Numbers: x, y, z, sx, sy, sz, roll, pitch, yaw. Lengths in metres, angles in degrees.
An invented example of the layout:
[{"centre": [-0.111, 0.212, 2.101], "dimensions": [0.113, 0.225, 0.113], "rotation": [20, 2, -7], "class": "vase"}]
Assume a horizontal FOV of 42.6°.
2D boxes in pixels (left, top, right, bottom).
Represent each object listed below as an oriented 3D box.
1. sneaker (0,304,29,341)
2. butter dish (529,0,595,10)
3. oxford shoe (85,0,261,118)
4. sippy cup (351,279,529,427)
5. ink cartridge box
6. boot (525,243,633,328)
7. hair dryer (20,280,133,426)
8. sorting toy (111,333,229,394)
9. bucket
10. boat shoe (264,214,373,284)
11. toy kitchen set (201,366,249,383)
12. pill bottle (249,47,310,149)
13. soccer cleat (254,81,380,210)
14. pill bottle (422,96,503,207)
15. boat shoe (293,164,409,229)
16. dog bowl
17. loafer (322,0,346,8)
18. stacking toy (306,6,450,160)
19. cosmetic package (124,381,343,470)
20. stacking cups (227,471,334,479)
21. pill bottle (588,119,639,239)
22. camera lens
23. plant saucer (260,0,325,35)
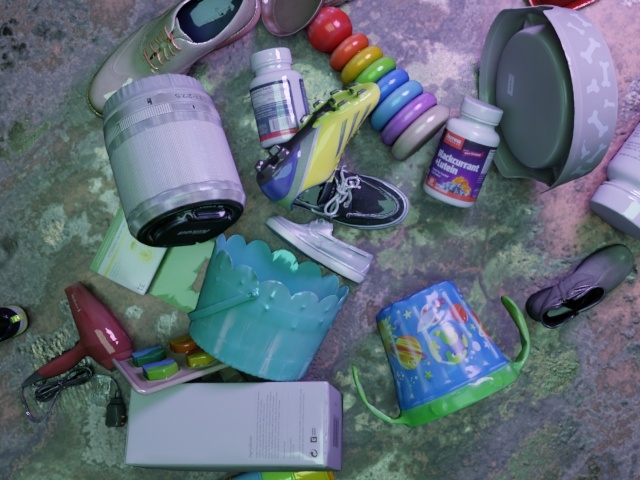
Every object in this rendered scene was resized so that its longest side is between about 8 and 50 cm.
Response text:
[{"centre": [-0.686, 0.182, 1.602], "dimensions": [0.234, 0.097, 0.084], "rotation": [-25, 91, 0], "class": "sneaker"}, {"centre": [0.476, -0.531, 1.589], "dimensions": [0.159, 0.118, 0.160], "rotation": [-24, 91, -1], "class": "butter dish"}, {"centre": [-0.295, -0.377, 1.570], "dimensions": [0.397, 0.146, 0.140], "rotation": [-38, 93, 2], "class": "oxford shoe"}, {"centre": [0.221, 0.205, 1.558], "dimensions": [0.305, 0.240, 0.224], "rotation": [-18, 78, -38], "class": "sippy cup"}, {"centre": [-0.310, 0.033, 1.625], "dimensions": [0.235, 0.056, 0.171], "rotation": [27, 90, 1], "class": "ink cartridge box"}, {"centre": [0.518, 0.095, 1.576], "dimensions": [0.246, 0.161, 0.083], "rotation": [-33, 91, 0], "class": "boot"}, {"centre": [-0.480, 0.226, 1.613], "dimensions": [0.223, 0.080, 0.294], "rotation": [7, 90, 0], "class": "hair dryer"}, {"centre": [-0.268, 0.221, 1.528], "dimensions": [0.208, 0.193, 0.038], "rotation": [-12, 103, -25], "class": "sorting toy"}, {"centre": [-0.103, 0.123, 1.523], "dimensions": [0.281, 0.281, 0.183], "rotation": [24, 99, -1], "class": "bucket"}, {"centre": [0.001, 0.000, 1.620], "dimensions": [0.227, 0.079, 0.081], "rotation": [31, 84, -7], "class": "boat shoe"}, {"centre": [-0.195, 0.268, 1.640], "dimensions": [0.068, 0.075, 0.083], "rotation": [-34, 51, -3], "class": "toy kitchen set"}, {"centre": [-0.080, -0.275, 1.594], "dimensions": [0.107, 0.108, 0.180], "rotation": [-11, 91, 0], "class": "pill bottle"}, {"centre": [0.007, -0.177, 1.523], "dimensions": [0.289, 0.093, 0.121], "rotation": [-43, 117, -3], "class": "soccer cleat"}, {"centre": [0.277, -0.170, 1.573], "dimensions": [0.108, 0.108, 0.194], "rotation": [19, 109, -1], "class": "pill bottle"}, {"centre": [0.026, -0.096, 1.598], "dimensions": [0.306, 0.105, 0.113], "rotation": [20, 91, 0], "class": "boat shoe"}, {"centre": [0.409, -0.260, 1.492], "dimensions": [0.102, 0.349, 0.349], "rotation": [-8, 91, -14], "class": "dog bowl"}, {"centre": [0.046, -0.500, 1.623], "dimensions": [0.148, 0.050, 0.056], "rotation": [-24, 85, -15], "class": "loafer"}, {"centre": [0.094, -0.316, 1.594], "dimensions": [0.141, 0.141, 0.330], "rotation": [-42, 84, 0], "class": "stacking toy"}, {"centre": [-0.151, 0.348, 1.517], "dimensions": [0.365, 0.197, 0.155], "rotation": [-1, 73, 9], "class": "cosmetic package"}, {"centre": [-0.133, 0.489, 1.624], "dimensions": [0.316, 0.096, 0.096], "rotation": [-20, 91, 5], "class": "stacking cups"}, {"centre": [0.653, -0.150, 1.574], "dimensions": [0.160, 0.160, 0.283], "rotation": [36, 90, -1], "class": "pill bottle"}, {"centre": [-0.272, -0.138, 1.516], "dimensions": [0.219, 0.219, 0.274], "rotation": [-19, 74, 0], "class": "camera lens"}, {"centre": [-0.046, -0.473, 1.591], "dimensions": [0.168, 0.029, 0.169], "rotation": [-10, 74, 38], "class": "plant saucer"}]
